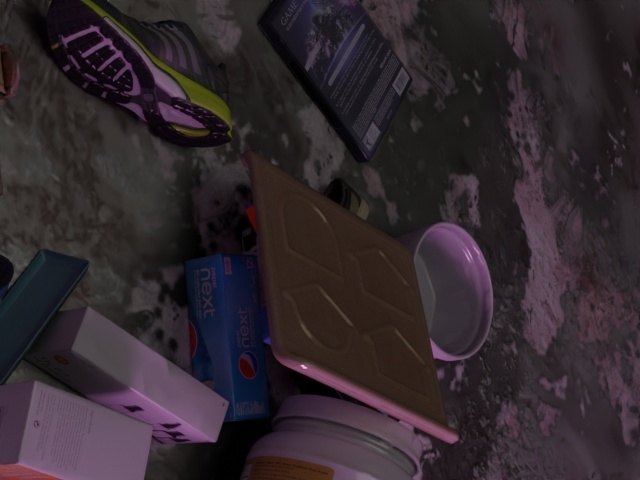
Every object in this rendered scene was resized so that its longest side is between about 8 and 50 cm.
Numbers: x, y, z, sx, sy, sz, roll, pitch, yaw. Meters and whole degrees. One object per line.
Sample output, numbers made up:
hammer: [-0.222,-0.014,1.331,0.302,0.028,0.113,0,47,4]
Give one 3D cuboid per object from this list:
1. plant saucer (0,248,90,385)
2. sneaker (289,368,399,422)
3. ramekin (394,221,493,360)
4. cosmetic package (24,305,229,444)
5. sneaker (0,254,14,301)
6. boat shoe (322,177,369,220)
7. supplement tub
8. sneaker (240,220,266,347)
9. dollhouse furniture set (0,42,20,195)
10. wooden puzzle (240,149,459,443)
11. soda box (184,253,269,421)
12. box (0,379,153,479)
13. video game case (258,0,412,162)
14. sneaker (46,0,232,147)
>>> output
plant saucer: [-0.329,0.085,1.514,0.018,0.067,0.192,82,29,-46]
sneaker: [0.023,0.208,1.865,0.267,0.101,0.106,44,53,-34]
ramekin: [0.156,0.081,2.043,0.207,0.109,0.207,15,69,-47]
cosmetic package: [-0.224,0.162,1.587,0.239,0.099,0.060,40,53,-36]
sneaker: [-0.373,0.070,1.474,0.053,0.059,0.144,23,42,-10]
boat shoe: [0.001,-0.001,1.909,0.073,0.080,0.223,50,42,-22]
supplement tub: [-0.008,0.371,1.673,0.228,0.228,0.316,40,59,-37]
sneaker: [-0.075,0.028,1.814,0.086,0.085,0.237,19,66,-23]
dollhouse furniture set: [-0.412,-0.127,1.430,0.182,0.101,0.161,-3,84,-50]
wooden puzzle: [0.021,0.082,1.731,0.322,0.080,0.348,30,34,-41]
soda box: [-0.119,0.125,1.738,0.067,0.071,0.210,4,79,-49]
box: [-0.289,0.222,1.471,0.170,0.130,0.091,30,59,-41]
video game case: [0.029,-0.280,2.043,0.274,0.026,0.196,51,47,-28]
sneaker: [-0.220,-0.230,1.694,0.300,0.111,0.121,39,44,-44]
